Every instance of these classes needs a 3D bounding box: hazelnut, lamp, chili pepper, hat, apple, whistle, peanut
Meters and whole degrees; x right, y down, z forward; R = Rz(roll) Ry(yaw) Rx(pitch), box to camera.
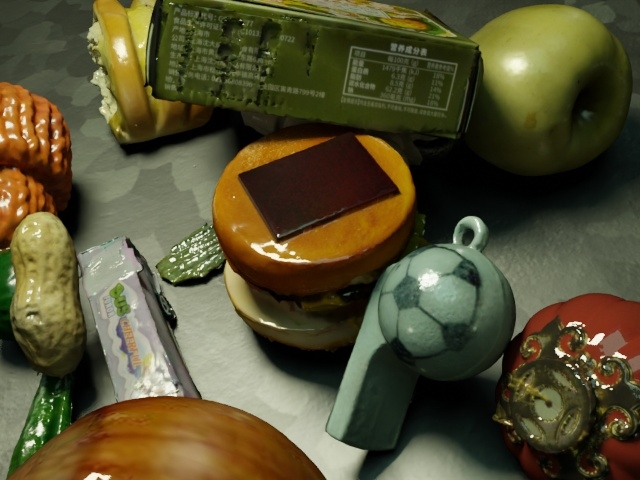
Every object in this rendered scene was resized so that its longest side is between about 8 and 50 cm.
[{"bbox_3d":[-0.142,0.315,0.679,0.372,0.315,0.372,5,67,-13],"label":"hazelnut"},{"bbox_3d":[0.296,0.169,0.779,0.226,0.227,0.227,-5,48,6],"label":"lamp"},{"bbox_3d":[-0.352,0.223,0.952,0.088,0.059,0.227,-9,45,-5],"label":"chili pepper"},{"bbox_3d":[-0.490,-0.019,1.127,0.285,0.285,0.400,-18,75,-5],"label":"hat"},{"bbox_3d":[0.317,-0.223,1.094,0.262,0.262,0.262,-5,48,6],"label":"apple"},{"bbox_3d":[0.125,0.111,0.815,0.163,0.163,0.290,18,88,25],"label":"whistle"},{"bbox_3d":[-0.346,0.069,0.947,0.099,0.099,0.214,-2,84,9],"label":"peanut"}]

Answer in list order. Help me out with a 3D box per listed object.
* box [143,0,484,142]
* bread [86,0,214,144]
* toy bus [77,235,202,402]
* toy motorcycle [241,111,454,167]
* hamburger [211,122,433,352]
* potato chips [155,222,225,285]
[{"bbox_3d":[-0.015,-0.280,1.075,0.420,0.138,0.373,8,24,-8],"label":"box"},{"bbox_3d":[-0.294,-0.340,1.347,0.270,0.211,0.316,-17,50,-6],"label":"bread"},{"bbox_3d":[-0.236,0.132,0.958,0.112,0.138,0.317,-24,49,-11],"label":"toy bus"},{"bbox_3d":[0.031,-0.173,1.201,0.340,0.108,0.223,25,51,21],"label":"toy motorcycle"},{"bbox_3d":[0.000,0.000,0.969,0.290,0.225,0.291,-5,45,5],"label":"hamburger"},{"bbox_3d":[-0.154,0.001,1.135,0.207,0.028,0.092,-34,52,-16],"label":"potato chips"}]
